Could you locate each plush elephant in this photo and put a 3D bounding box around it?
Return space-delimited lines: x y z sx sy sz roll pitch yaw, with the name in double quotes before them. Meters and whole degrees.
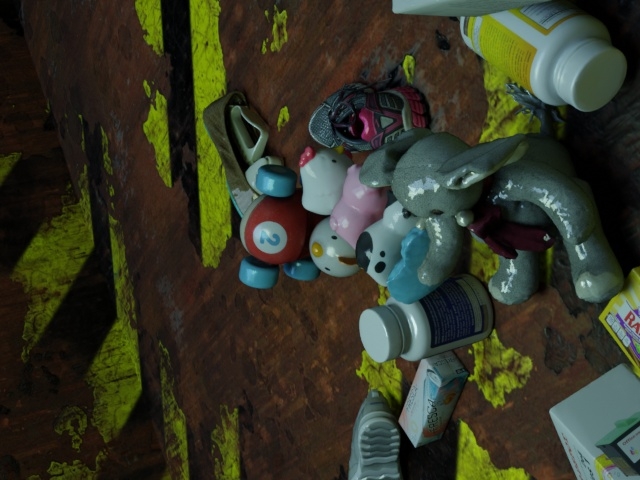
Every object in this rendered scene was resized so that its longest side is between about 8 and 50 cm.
"plush elephant" 0.206 -0.050 1.436 0.272 0.255 0.329 -171 72 -67

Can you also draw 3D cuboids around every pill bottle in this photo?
"pill bottle" 0.160 0.124 1.696 0.112 0.187 0.112 35 132 52
"pill bottle" 0.278 -0.246 1.375 0.215 0.117 0.117 49 142 43

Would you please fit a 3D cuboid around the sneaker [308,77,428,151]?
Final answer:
"sneaker" 0.054 -0.203 1.834 0.299 0.112 0.120 0 102 63

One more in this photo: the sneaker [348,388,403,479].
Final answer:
"sneaker" 0.106 0.397 2.065 0.115 0.105 0.281 -90 7 -51

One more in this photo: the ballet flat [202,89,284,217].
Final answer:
"ballet flat" -0.138 -0.167 2.252 0.124 0.116 0.342 -44 57 38

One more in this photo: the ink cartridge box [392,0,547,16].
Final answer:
"ink cartridge box" 0.246 -0.410 1.193 0.385 0.160 0.279 -3 94 49

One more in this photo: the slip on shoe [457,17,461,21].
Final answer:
"slip on shoe" 0.199 -0.341 1.565 0.135 0.051 0.041 53 157 27

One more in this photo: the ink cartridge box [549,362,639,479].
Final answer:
"ink cartridge box" 0.402 0.305 1.270 0.201 0.117 0.278 62 175 -33

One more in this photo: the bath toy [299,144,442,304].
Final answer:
"bath toy" 0.074 -0.053 1.711 0.348 0.151 0.129 45 172 47

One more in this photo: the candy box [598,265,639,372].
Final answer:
"candy box" 0.430 0.140 1.362 0.206 0.027 0.105 58 144 32

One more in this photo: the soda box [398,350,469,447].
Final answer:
"soda box" 0.188 0.265 1.853 0.063 0.058 0.183 55 147 36

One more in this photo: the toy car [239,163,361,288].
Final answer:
"toy car" 0.000 0.000 1.961 0.238 0.210 0.219 29 116 40
